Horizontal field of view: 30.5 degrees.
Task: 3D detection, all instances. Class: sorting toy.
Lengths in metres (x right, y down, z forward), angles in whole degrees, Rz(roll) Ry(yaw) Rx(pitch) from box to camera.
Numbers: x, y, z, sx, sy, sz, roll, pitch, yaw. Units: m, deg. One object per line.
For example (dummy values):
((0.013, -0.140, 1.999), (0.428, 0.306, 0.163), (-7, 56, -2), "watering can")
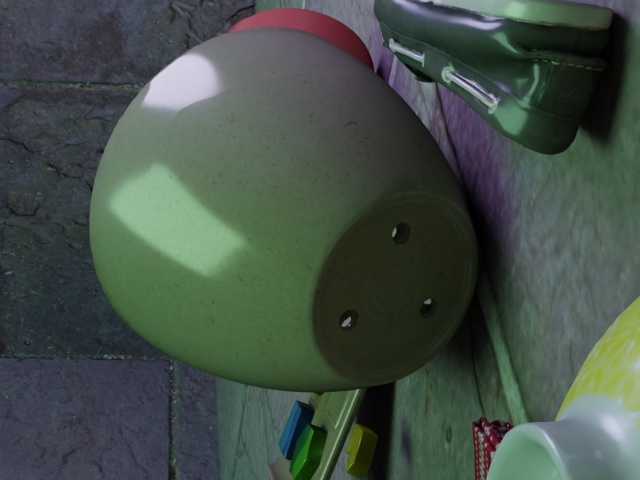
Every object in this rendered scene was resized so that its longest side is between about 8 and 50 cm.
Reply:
((0.007, 0.206, 1.329), (0.229, 0.041, 0.307), (-64, 11, 2), "sorting toy")

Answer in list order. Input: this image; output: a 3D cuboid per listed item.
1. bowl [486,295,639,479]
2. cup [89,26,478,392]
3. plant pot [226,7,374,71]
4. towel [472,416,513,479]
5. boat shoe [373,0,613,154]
((0.149, 0.125, 0.432), (0.289, 0.156, 0.290), (-178, 90, -81), "bowl")
((0.000, 0.000, 1.018), (0.237, 0.331, 0.331), (31, 122, 51), "cup")
((-0.040, -0.119, 1.370), (0.275, 0.274, 0.243), (105, 174, -54), "plant pot")
((0.147, 0.250, 0.741), (0.275, 0.031, 0.199), (-118, 23, -74), "towel")
((0.107, -0.135, 0.861), (0.335, 0.112, 0.096), (-133, 50, -72), "boat shoe")
